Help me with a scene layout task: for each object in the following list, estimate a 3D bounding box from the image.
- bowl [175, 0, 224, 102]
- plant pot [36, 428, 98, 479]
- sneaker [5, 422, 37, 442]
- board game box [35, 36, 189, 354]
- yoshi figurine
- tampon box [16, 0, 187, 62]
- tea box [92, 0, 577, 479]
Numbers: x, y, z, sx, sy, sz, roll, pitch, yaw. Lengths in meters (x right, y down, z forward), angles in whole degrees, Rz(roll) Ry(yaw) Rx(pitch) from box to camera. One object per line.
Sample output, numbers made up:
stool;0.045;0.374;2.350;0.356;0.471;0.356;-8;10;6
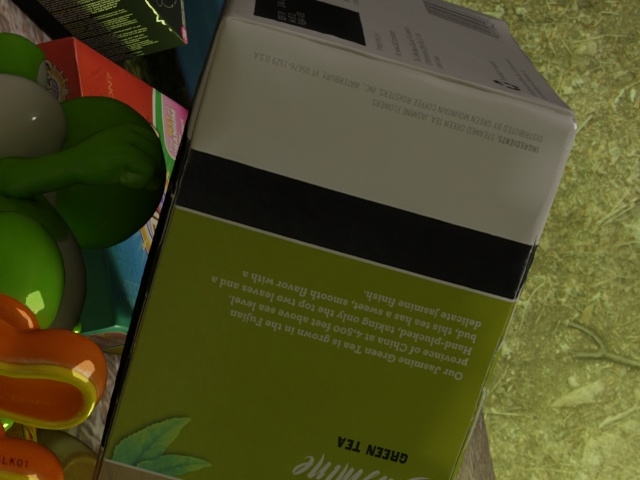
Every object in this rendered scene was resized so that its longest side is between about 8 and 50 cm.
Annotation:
bowl;-0.070;-0.199;1.678;0.391;0.077;0.391;-15;90;-78
plant pot;-0.176;0.253;1.189;0.236;0.032;0.236;-12;90;-76
sneaker;-0.207;0.153;1.073;0.175;0.067;0.064;-86;157;-55
board game box;-0.165;-0.020;1.404;0.316;0.064;0.242;27;52;-73
yoshi figurine;-0.174;0.003;1.057;0.362;0.204;0.203;-98;166;-46
tampon box;-0.195;-0.243;1.395;0.161;0.101;0.120;47;33;-65
tea box;0.000;0.000;1.090;0.329;0.220;0.323;-91;-162;-72
